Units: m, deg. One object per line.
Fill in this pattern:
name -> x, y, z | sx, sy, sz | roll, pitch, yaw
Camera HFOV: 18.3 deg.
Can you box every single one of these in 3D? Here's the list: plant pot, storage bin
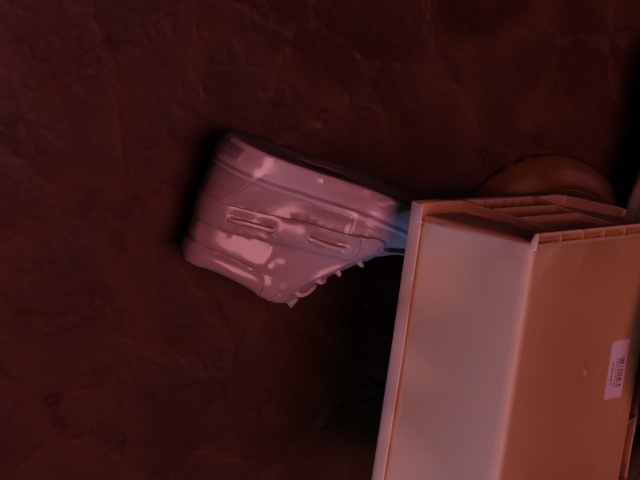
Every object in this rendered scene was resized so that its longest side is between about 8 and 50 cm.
plant pot -> 0.211, 0.037, 1.864 | 0.236, 0.032, 0.236 | -8, 105, -30
storage bin -> 0.182, 0.100, 1.730 | 0.260, 0.123, 0.262 | -5, 105, -53

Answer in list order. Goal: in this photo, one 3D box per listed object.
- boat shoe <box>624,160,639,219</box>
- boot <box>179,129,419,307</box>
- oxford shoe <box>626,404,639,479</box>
boat shoe -> 0.359, -0.044, 1.872 | 0.118, 0.103, 0.320 | 2, 100, -57
boot -> 0.000, 0.000, 1.701 | 0.258, 0.095, 0.123 | 19, 102, -29
oxford shoe -> 0.416, 0.177, 1.965 | 0.348, 0.130, 0.123 | -37, 119, -19
